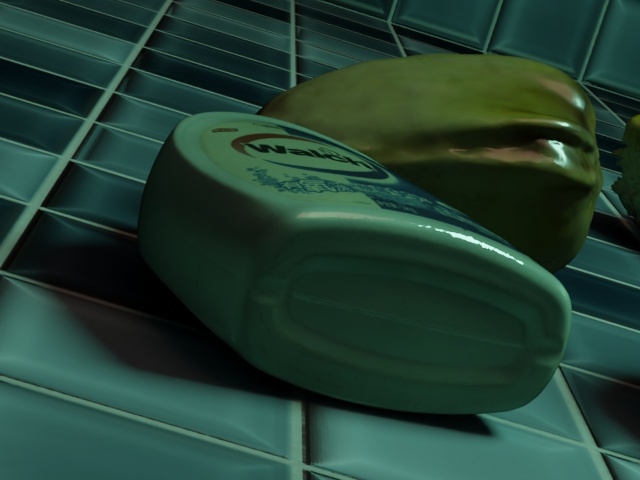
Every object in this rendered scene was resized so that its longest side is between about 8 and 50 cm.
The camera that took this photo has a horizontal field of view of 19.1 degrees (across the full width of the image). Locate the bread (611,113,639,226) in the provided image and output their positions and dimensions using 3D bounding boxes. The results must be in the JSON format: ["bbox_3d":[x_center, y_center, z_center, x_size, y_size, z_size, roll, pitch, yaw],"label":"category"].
[{"bbox_3d":[0.380,-0.034,1.700,0.174,0.121,0.245,-1,22,-30],"label":"bread"}]

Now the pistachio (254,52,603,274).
[{"bbox_3d":[0.064,-0.049,1.287,0.260,0.163,0.213,5,-9,2],"label":"pistachio"}]

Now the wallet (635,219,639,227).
[{"bbox_3d":[0.398,0.006,1.822,0.196,0.020,0.103,18,13,-1],"label":"wallet"}]

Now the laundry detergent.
[{"bbox_3d":[0.000,0.000,1.068,0.215,0.105,0.280,12,11,-23],"label":"laundry detergent"}]
